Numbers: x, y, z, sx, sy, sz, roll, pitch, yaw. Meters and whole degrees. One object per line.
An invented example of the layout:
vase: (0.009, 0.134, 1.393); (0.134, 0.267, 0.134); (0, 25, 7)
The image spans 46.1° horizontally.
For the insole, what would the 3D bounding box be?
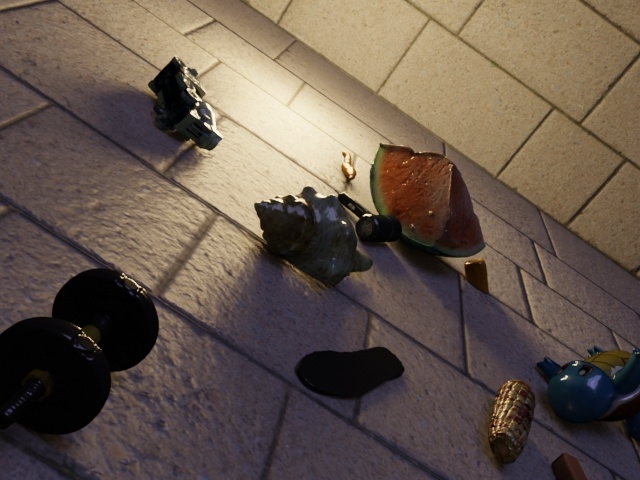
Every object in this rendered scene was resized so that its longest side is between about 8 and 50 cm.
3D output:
insole: (0.063, 0.237, 1.389); (0.110, 0.012, 0.310); (46, 25, 24)

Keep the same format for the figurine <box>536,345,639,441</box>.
figurine: (0.708, 0.351, 1.863); (0.416, 0.242, 0.298); (22, -16, -37)

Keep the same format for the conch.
conch: (0.007, -0.006, 1.589); (0.386, 0.170, 0.203); (18, 54, -33)

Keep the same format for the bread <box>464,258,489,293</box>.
bread: (0.444, 0.104, 2.142); (0.062, 0.103, 0.049); (-7, 12, 6)

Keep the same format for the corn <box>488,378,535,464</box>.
corn: (0.382, 0.360, 1.514); (0.086, 0.086, 0.253); (39, 26, 6)

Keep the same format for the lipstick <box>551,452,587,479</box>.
lipstick: (0.507, 0.491, 1.489); (0.045, 0.045, 0.145); (30, 24, -19)

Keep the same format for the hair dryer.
hair dryer: (0.105, -0.073, 1.979); (0.124, 0.071, 0.219); (5, 32, -51)

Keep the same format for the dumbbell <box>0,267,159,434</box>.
dumbbell: (-0.296, 0.130, 0.921); (0.143, 0.143, 0.325); (35, 23, -3)

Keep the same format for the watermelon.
watermelon: (0.261, -0.075, 2.055); (0.292, 0.319, 0.222); (8, 39, 36)

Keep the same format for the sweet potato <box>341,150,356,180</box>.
sweet potato: (0.082, -0.216, 2.236); (0.044, 0.044, 0.179); (28, 24, -20)

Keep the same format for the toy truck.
toy truck: (-0.318, -0.322, 1.806); (0.140, 0.108, 0.256); (34, 21, -40)
